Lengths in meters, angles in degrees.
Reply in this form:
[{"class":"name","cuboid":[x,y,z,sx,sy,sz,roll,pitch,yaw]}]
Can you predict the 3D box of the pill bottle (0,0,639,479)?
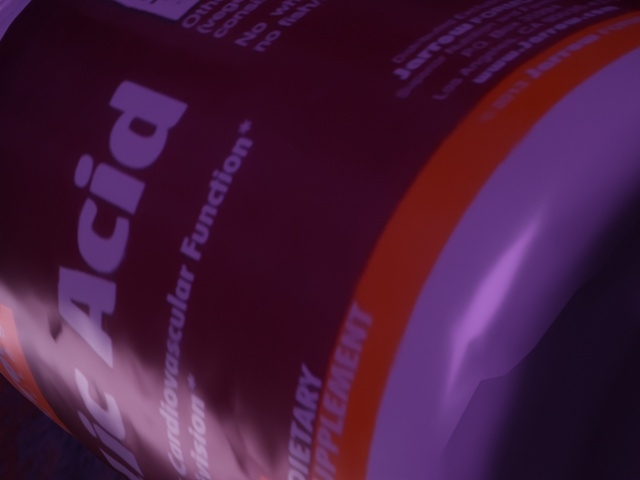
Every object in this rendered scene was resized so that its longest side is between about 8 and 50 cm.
[{"class":"pill bottle","cuboid":[0.000,0.000,0.554,0.392,0.224,0.224,25,86,49]}]
